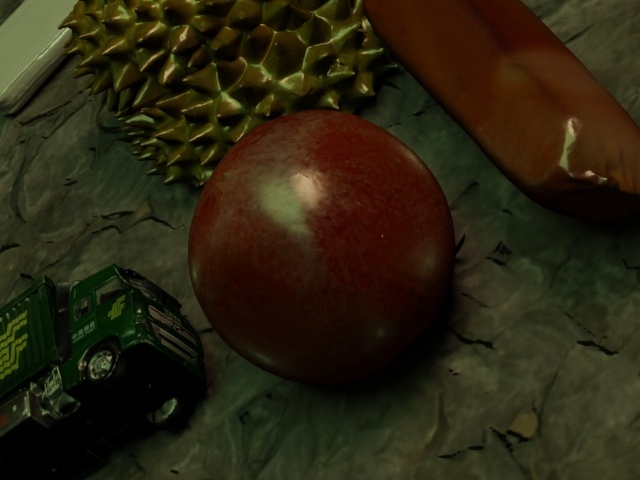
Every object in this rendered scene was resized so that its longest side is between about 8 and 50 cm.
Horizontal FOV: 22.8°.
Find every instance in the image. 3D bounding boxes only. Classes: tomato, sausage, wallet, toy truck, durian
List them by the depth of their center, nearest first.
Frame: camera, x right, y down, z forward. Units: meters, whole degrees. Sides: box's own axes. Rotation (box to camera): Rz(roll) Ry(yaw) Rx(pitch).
[{"bbox_3d":[0.000,0.000,0.972,0.167,0.167,0.167,-21,49,27],"label":"tomato"},{"bbox_3d":[0.114,-0.101,0.994,0.083,0.089,0.300,-51,41,17],"label":"sausage"},{"bbox_3d":[-0.202,0.115,1.099,0.259,0.088,0.121,-34,44,17],"label":"toy truck"},{"bbox_3d":[-0.071,-0.123,1.153,0.260,0.154,0.186,-31,70,29],"label":"durian"},{"bbox_3d":[-0.232,-0.196,1.387,0.190,0.033,0.095,-45,44,4],"label":"wallet"}]
